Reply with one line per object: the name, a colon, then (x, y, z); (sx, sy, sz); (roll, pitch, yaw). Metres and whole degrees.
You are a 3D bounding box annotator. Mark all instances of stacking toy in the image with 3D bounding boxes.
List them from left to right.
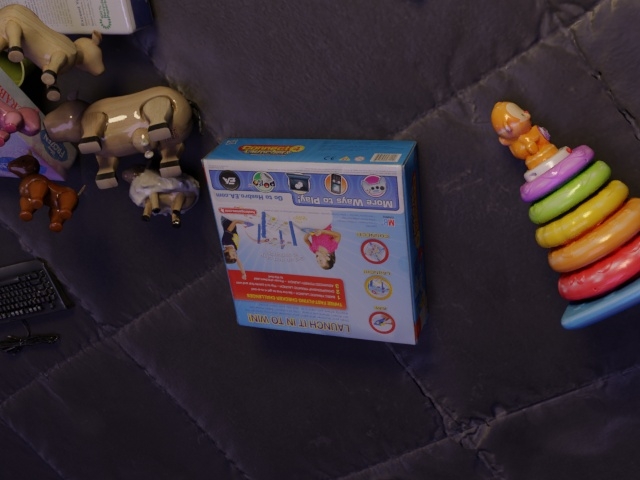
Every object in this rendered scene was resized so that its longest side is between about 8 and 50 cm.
stacking toy: (0.318, -0.056, 0.951); (0.166, 0.175, 0.302); (-36, 88, 35)

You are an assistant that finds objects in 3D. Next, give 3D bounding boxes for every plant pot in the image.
plant pot: (-0.471, -0.286, 1.158); (0.083, 0.079, 0.083); (10, 123, 16)

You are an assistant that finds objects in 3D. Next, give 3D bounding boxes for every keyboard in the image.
keyboard: (-0.632, 0.150, 1.529); (0.317, 0.033, 0.201); (-13, 115, 29)

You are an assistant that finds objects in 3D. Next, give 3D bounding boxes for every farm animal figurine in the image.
farm animal figurine: (-0.334, -0.182, 1.091); (0.327, 0.172, 0.330); (2, 135, -12)

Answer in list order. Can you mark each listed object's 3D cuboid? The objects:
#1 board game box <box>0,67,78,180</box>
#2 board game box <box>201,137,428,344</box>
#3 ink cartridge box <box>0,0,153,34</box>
board game box: (-0.605, -0.213, 1.176); (0.319, 0.066, 0.318); (5, 153, 20)
board game box: (0.000, 0.000, 1.137); (0.308, 0.086, 0.302); (4, 122, 20)
ink cartridge box: (-0.415, -0.455, 1.038); (0.330, 0.071, 0.324); (7, 123, 22)
